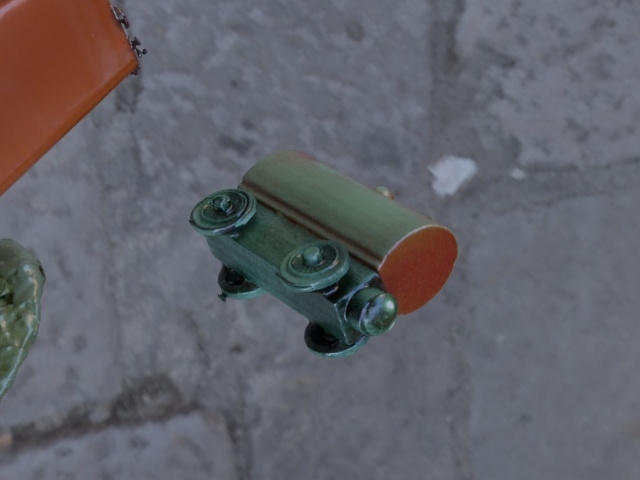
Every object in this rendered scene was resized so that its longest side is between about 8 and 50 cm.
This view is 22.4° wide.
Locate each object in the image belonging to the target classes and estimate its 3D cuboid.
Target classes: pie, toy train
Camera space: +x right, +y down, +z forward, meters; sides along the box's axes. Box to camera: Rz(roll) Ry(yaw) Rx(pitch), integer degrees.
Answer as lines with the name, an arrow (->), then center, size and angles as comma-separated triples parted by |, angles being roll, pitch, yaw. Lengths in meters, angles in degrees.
pie -> -0.400, 0.128, 1.658 | 0.071, 0.306, 0.306 | 36, 95, -35
toy train -> 0.000, 0.000, 1.544 | 0.177, 0.285, 0.116 | -35, 126, -21

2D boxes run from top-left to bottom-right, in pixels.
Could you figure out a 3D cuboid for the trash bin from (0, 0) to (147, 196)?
trash bin -> -0.255, -0.112, 1.186 | 0.238, 0.184, 0.161 | -41, 125, -26
